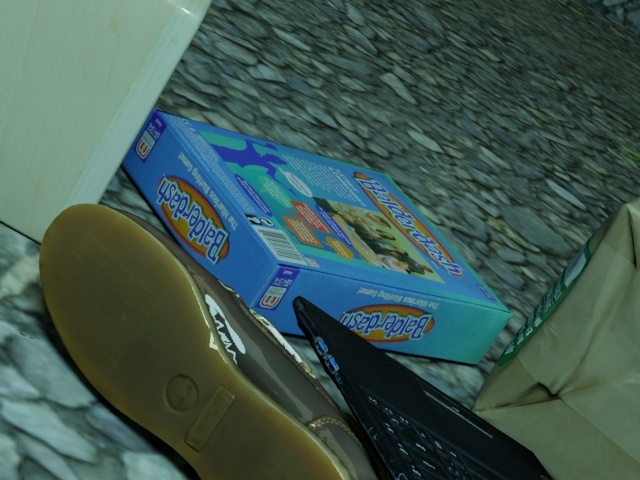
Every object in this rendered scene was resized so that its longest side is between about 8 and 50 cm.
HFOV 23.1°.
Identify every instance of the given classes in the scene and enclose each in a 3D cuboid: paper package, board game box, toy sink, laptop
[{"bbox_3d":[0.297,0.104,1.011,0.309,0.168,0.325,38,21,13],"label":"paper package"},{"bbox_3d":[0.000,0.000,0.971,0.210,0.047,0.160,13,28,-43],"label":"board game box"},{"bbox_3d":[-0.144,-0.124,0.888,0.131,0.153,0.234,30,21,-8],"label":"toy sink"},{"bbox_3d":[0.147,0.114,0.730,0.234,0.136,0.264,37,14,-43],"label":"laptop"}]

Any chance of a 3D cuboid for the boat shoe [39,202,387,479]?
[{"bbox_3d":[-0.049,0.065,0.725,0.207,0.073,0.073,49,18,17],"label":"boat shoe"}]
